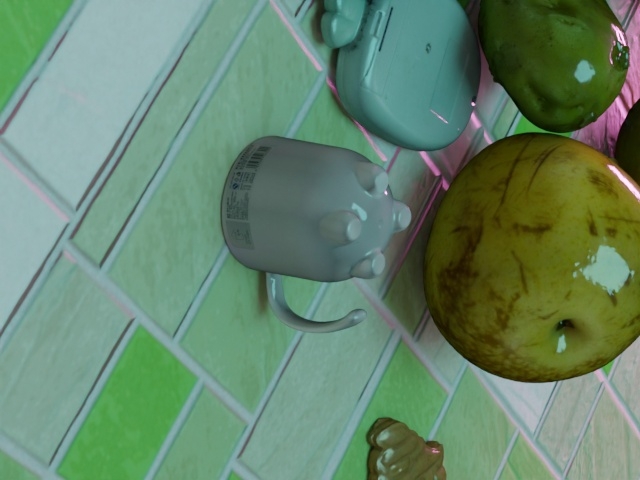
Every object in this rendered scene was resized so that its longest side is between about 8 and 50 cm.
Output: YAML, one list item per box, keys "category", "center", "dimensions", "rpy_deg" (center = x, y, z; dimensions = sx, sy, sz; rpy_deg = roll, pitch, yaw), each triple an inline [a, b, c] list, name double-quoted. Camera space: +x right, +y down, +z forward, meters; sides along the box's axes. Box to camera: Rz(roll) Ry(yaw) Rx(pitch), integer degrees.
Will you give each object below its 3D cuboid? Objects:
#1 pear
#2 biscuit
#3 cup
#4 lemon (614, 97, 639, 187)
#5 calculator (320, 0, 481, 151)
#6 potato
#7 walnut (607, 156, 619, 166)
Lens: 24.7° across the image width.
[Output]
- category: "pear"
  center: [0.248, 0.019, 1.634]
  dimensions: [0.281, 0.281, 0.280]
  rpy_deg: [-17, 112, -49]
- category: "biscuit"
  center: [0.102, 0.308, 1.711]
  dimensions: [0.162, 0.035, 0.250]
  rpy_deg: [-44, 132, -32]
- category: "cup"
  center: [-0.005, -0.007, 1.399]
  dimensions: [0.134, 0.142, 0.173]
  rpy_deg: [35, 72, -51]
- category: "lemon"
  center: [0.513, -0.107, 1.937]
  dimensions: [0.284, 0.261, 0.260]
  rpy_deg: [80, 33, -68]
- category: "calculator"
  center: [0.092, -0.197, 1.557]
  dimensions: [0.295, 0.042, 0.184]
  rpy_deg: [26, 78, -53]
- category: "potato"
  center: [0.258, -0.221, 1.653]
  dimensions: [0.148, 0.186, 0.253]
  rpy_deg: [-53, -174, 26]
- category: "walnut"
  center: [0.323, -0.022, 1.852]
  dimensions: [0.211, 0.087, 0.167]
  rpy_deg: [-49, 141, -60]
